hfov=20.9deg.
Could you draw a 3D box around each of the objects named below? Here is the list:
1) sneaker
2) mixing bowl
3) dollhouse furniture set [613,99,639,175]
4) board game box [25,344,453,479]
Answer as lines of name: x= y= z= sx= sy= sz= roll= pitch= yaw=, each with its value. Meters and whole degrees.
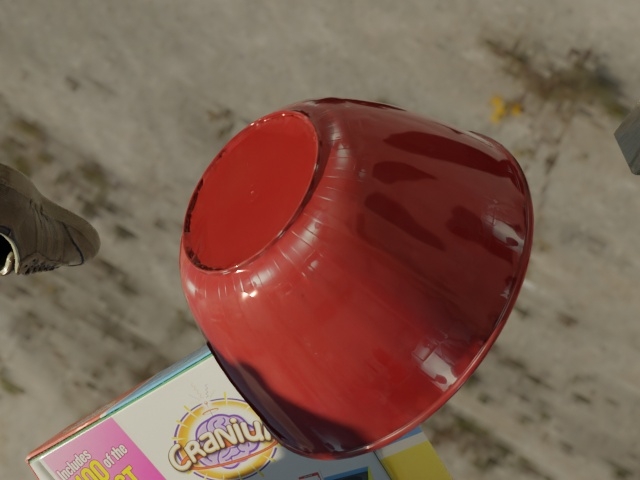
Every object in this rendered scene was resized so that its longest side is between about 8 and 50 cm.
sneaker: x=-0.232 y=-0.003 z=1.325 sx=0.066 sy=0.071 sz=0.188 roll=16 pitch=167 yaw=23
mixing bowl: x=0.000 y=0.000 z=0.818 sx=0.098 sy=0.181 sz=0.181 roll=37 pitch=168 yaw=-35
dollhouse furniture set: x=0.280 y=-0.017 z=1.066 sx=0.183 sy=0.129 sz=0.129 roll=2 pitch=141 yaw=-28
board game box: x=-0.014 y=0.216 z=1.138 sx=0.316 sy=0.242 sz=0.064 roll=58 pitch=-152 yaw=-2
